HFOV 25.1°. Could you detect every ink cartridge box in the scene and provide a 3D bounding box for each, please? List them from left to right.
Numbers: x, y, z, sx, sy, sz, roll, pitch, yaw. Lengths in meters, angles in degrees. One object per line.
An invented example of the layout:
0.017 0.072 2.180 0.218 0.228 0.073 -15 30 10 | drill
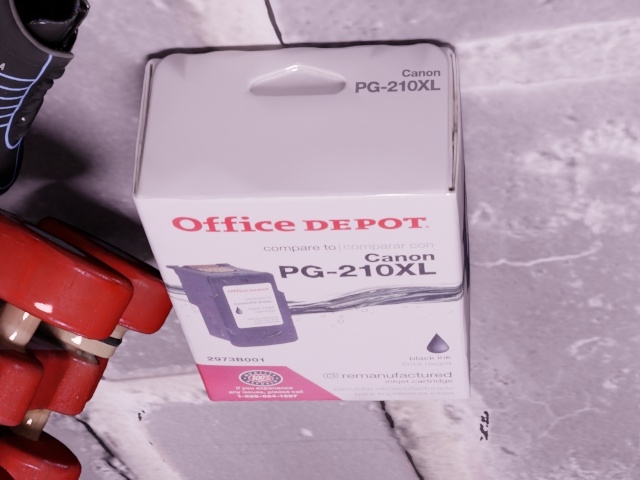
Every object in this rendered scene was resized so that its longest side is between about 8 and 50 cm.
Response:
0.000 0.000 0.841 0.172 0.100 0.237 -1 147 7 | ink cartridge box

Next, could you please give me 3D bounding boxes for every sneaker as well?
-0.163 -0.094 0.733 0.090 0.081 0.232 8 147 3 | sneaker

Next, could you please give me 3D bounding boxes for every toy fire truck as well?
-0.243 0.040 0.854 0.254 0.169 0.302 29 180 6 | toy fire truck
